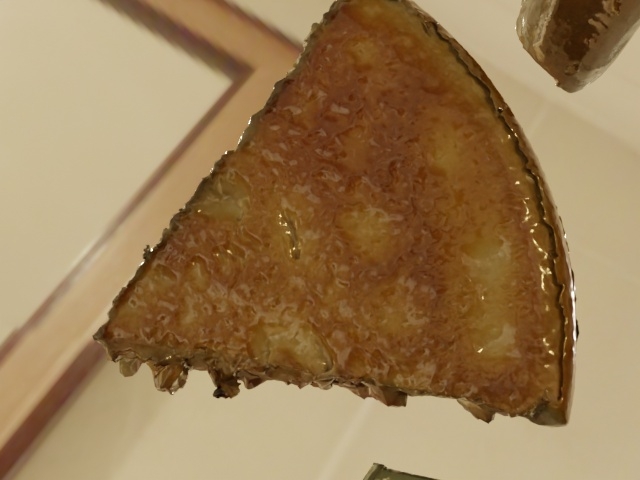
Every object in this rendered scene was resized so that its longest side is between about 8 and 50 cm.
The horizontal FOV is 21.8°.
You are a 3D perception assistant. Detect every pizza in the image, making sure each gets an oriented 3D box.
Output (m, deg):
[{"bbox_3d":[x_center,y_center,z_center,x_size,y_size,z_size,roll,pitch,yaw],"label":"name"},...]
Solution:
[{"bbox_3d":[0.000,0.000,0.683,0.193,0.053,0.201,-15,-105,4],"label":"pizza"}]

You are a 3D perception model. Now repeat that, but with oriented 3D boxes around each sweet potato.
[{"bbox_3d":[0.170,-0.177,0.761,0.077,0.077,0.244,37,-65,-1],"label":"sweet potato"}]

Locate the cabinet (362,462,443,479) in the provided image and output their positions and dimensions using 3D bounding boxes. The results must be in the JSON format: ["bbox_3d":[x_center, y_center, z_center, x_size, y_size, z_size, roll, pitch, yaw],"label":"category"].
[{"bbox_3d":[0.090,0.209,0.661,0.145,0.150,0.206,5,-39,47],"label":"cabinet"}]
